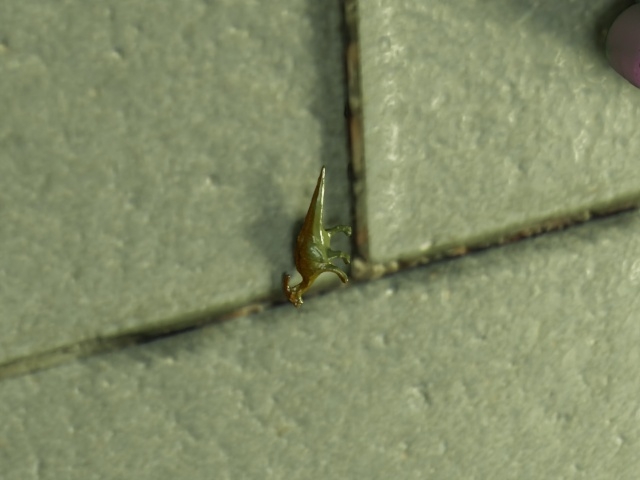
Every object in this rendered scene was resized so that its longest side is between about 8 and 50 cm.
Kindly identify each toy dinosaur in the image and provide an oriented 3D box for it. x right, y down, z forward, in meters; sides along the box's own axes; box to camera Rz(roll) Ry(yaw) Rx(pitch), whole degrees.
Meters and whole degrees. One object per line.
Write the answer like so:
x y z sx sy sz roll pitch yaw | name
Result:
0.003 0.001 1.015 0.041 0.026 0.113 10 123 -11 | toy dinosaur

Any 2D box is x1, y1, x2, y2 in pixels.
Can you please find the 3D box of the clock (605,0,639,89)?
0.334 -0.168 1.040 0.248 0.090 0.227 13 111 -29 | clock
